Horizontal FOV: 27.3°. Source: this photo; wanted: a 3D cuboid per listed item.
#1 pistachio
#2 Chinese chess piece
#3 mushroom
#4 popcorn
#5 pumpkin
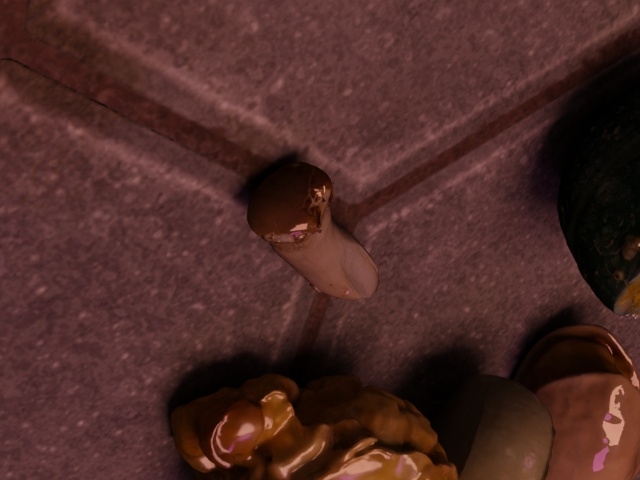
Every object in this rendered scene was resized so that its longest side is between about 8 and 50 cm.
[{"bbox_3d":[0.332,0.245,1.721,0.188,0.187,0.299,-24,133,-24],"label":"pistachio"},{"bbox_3d":[0.181,0.282,1.564,0.101,0.250,0.250,25,114,-5],"label":"Chinese chess piece"},{"bbox_3d":[0.000,0.000,1.262,0.084,0.071,0.209,-67,150,-17],"label":"mushroom"},{"bbox_3d":[-0.019,0.259,1.387,0.332,0.225,0.264,30,93,-30],"label":"popcorn"},{"bbox_3d":[0.384,-0.063,1.449,0.293,0.197,0.263,0,138,-51],"label":"pumpkin"}]
